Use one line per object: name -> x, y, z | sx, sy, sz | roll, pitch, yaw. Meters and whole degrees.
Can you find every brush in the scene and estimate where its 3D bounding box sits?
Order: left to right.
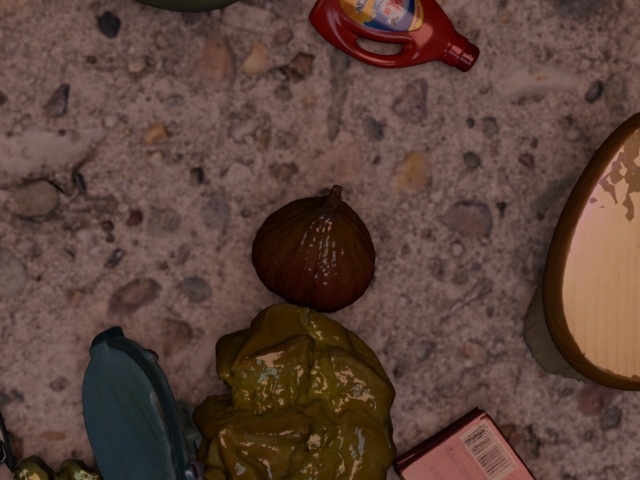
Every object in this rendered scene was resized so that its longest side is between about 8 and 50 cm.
brush -> 0.294, 0.013, 1.724 | 0.174, 0.166, 0.266 | 6, 89, -4

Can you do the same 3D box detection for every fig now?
fig -> 0.002, 0.012, 1.702 | 0.119, 0.153, 0.119 | 1, 85, -16

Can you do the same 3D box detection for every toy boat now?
toy boat -> -0.167, 0.179, 1.711 | 0.088, 0.102, 0.215 | -27, 71, 14

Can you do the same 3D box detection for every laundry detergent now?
laundry detergent -> 0.077, -0.209, 1.762 | 0.165, 0.049, 0.097 | 30, 94, -6

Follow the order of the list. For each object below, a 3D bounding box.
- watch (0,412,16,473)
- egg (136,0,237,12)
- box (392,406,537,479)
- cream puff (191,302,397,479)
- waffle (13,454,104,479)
watch -> -0.399, 0.170, 1.705 | 0.193, 0.068, 0.206 | -16, 95, -9
egg -> -0.148, -0.379, 1.637 | 0.258, 0.258, 0.352 | -13, 89, -6
box -> 0.156, 0.252, 1.763 | 0.111, 0.060, 0.156 | -35, 90, -5
cream puff -> -0.029, 0.168, 1.667 | 0.195, 0.195, 0.221 | 0, 85, -6
waffle -> -0.222, 0.320, 1.726 | 0.204, 0.054, 0.223 | 20, 88, -7
